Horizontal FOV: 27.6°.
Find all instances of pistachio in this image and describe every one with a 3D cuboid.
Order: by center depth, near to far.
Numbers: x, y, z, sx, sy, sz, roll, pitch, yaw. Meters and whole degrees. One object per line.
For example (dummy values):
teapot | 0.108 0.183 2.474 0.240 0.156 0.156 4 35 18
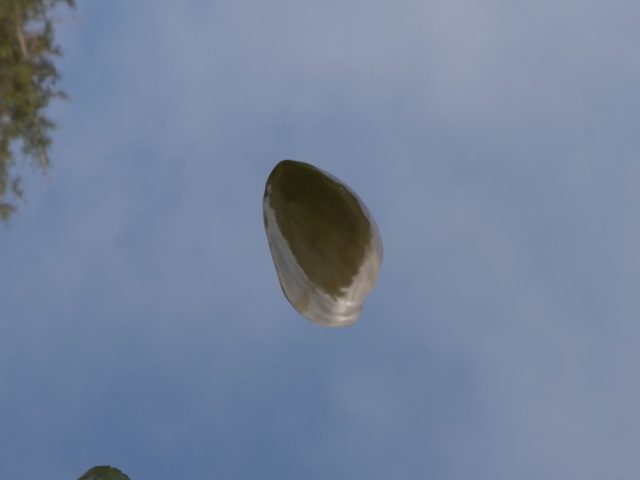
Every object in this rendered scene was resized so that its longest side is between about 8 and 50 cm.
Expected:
pistachio | 0.000 0.000 1.375 0.124 0.124 0.185 -28 -99 -22

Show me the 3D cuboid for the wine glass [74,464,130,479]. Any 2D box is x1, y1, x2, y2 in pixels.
wine glass | -0.269 0.314 1.387 0.093 0.093 0.202 11 -161 15
